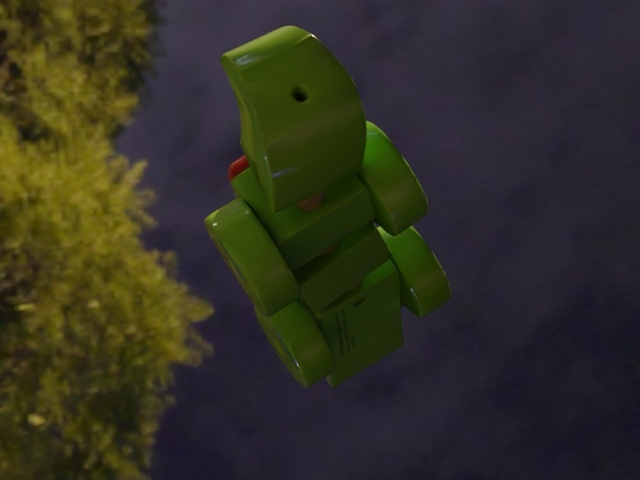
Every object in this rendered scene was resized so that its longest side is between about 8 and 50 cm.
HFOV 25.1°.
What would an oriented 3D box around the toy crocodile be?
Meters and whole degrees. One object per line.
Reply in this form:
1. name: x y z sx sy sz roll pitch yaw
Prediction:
1. toy crocodile: 0.000 0.000 0.872 0.115 0.340 0.105 -33 -116 -6
